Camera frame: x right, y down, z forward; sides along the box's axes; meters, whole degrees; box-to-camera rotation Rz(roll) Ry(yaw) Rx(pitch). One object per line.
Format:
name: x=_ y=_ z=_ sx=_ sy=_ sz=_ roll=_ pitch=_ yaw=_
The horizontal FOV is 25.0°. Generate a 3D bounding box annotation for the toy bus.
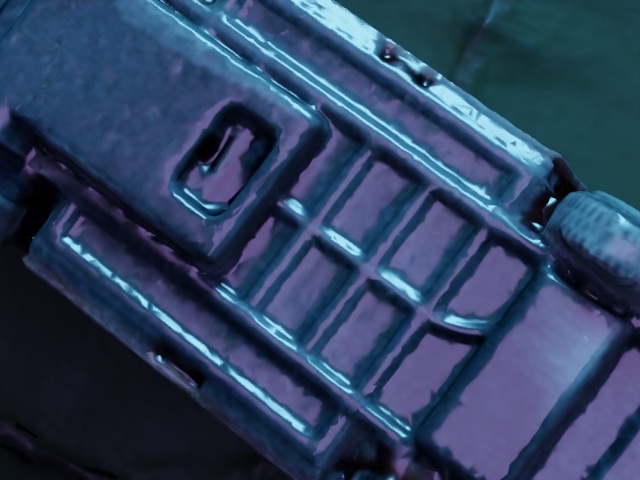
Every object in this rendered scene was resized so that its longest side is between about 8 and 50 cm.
toy bus: x=0.000 y=0.000 z=0.406 sx=0.265 sy=0.120 sz=0.121 roll=36 pitch=89 yaw=15
